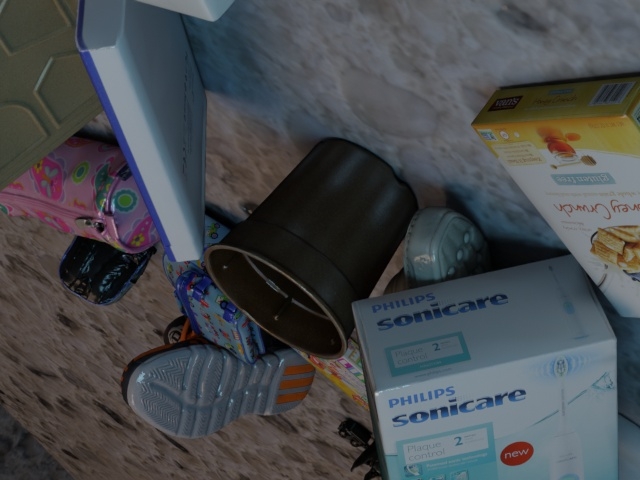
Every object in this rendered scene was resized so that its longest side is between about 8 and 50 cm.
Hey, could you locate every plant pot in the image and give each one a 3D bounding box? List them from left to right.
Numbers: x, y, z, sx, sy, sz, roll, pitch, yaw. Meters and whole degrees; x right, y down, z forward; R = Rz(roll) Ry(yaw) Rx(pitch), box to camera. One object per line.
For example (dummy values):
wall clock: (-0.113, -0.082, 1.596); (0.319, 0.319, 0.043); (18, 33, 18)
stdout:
plant pot: (0.000, 0.000, 1.405); (0.167, 0.165, 0.167); (31, 158, 14)

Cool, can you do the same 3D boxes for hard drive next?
hard drive: (-0.155, -0.152, 1.307); (0.040, 0.210, 0.319); (-6, 147, 6)

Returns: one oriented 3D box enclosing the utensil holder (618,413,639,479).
utensil holder: (0.215, 0.399, 1.579); (0.327, 0.385, 0.327); (30, 156, 15)

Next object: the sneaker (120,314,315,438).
sneaker: (-0.170, 0.163, 1.874); (0.180, 0.125, 0.321); (27, -167, 37)

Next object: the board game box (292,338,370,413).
board game box: (0.039, 0.165, 1.849); (0.154, 0.026, 0.103); (41, 157, -9)

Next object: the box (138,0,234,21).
box: (-0.193, -0.323, 1.058); (0.345, 0.168, 0.215); (20, 153, 34)

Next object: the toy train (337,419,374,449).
toy train: (0.092, 0.310, 2.056); (0.158, 0.027, 0.036); (40, 147, -6)

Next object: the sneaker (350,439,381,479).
sneaker: (0.106, 0.277, 1.885); (0.051, 0.089, 0.170); (43, 157, -15)

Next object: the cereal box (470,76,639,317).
cereal box: (0.249, -0.026, 1.142); (0.240, 0.047, 0.173); (48, 155, -25)

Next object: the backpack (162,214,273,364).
backpack: (-0.124, 0.048, 1.748); (0.173, 0.117, 0.158); (32, 156, 20)

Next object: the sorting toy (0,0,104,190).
sorting toy: (-0.332, -0.202, 1.443); (0.041, 0.229, 0.307); (45, 168, 42)

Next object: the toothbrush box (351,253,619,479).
toothbrush box: (0.159, 0.177, 1.345); (0.126, 0.216, 0.295); (-105, 4, -51)

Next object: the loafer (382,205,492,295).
loafer: (0.111, 0.065, 1.440); (0.111, 0.112, 0.319); (18, 153, 21)

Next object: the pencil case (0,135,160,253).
pencil case: (-0.298, -0.064, 1.774); (0.284, 0.124, 0.124); (16, 150, 43)

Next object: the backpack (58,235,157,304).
backpack: (-0.292, 0.030, 1.957); (0.105, 0.114, 0.084); (35, 177, 2)
